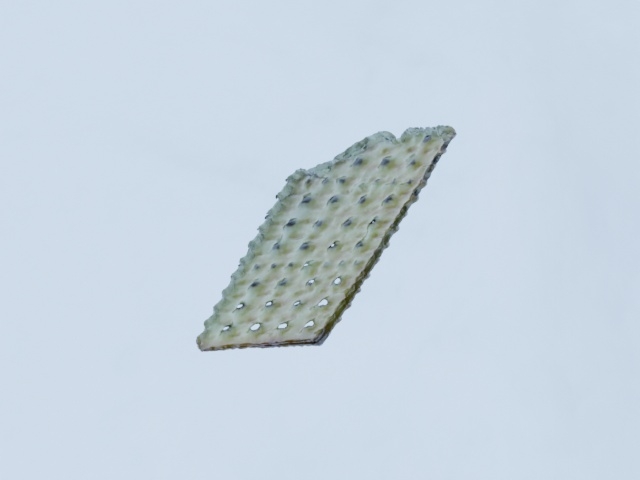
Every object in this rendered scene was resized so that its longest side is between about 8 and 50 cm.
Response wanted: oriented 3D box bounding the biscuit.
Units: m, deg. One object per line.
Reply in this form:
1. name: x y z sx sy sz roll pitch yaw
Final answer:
1. biscuit: 0.001 0.001 1.293 0.016 0.144 0.203 50 124 32
